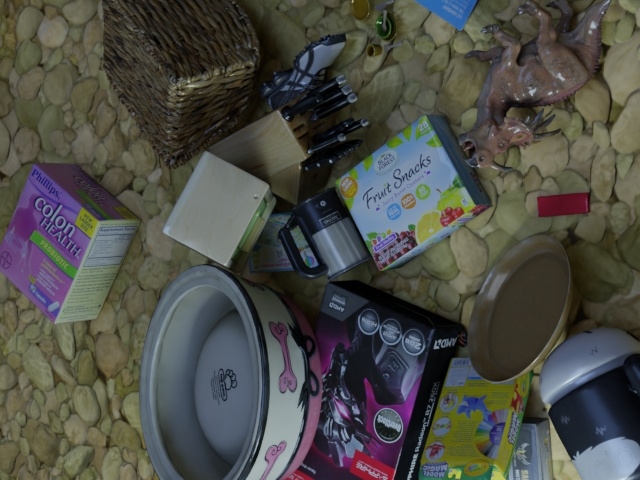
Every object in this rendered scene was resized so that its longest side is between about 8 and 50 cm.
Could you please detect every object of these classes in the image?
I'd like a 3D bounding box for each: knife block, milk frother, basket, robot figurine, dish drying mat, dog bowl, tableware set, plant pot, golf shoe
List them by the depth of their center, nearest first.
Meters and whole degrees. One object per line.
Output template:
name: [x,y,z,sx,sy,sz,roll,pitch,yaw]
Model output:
robot figurine: [0.426,0.258,1.684,0.209,0.173,0.278,-36,66,27]
plant pot: [0.304,0.105,1.783,0.236,0.032,0.236,-47,29,36]
dish drying mat: [0.369,-0.054,1.813,0.083,0.008,0.032,-5,88,36]
tableware set: [0.080,-0.382,1.976,0.104,0.024,0.154,-9,94,52]
knife block: [-0.055,-0.196,1.992,0.275,0.088,0.242,29,133,26]
milk frother: [0.000,0.000,1.992,0.129,0.143,0.135,-27,87,2]
golf shoe: [-0.013,-0.277,2.037,0.198,0.077,0.094,-37,81,38]
dog bowl: [-0.151,0.249,2.039,0.408,0.150,0.408,-12,75,53]
basket: [-0.241,-0.319,2.129,0.299,0.213,0.223,52,150,30]

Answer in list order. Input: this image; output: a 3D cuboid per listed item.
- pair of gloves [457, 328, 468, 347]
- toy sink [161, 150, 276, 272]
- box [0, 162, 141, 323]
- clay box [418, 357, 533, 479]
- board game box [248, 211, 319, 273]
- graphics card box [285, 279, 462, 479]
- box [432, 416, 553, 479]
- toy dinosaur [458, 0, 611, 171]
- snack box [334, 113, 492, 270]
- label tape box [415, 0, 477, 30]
pair of gloves: [0.203,0.172,1.935,0.074,0.010,0.083,36,113,33]
toy sink: [-0.164,-0.040,2.019,0.131,0.234,0.153,28,85,2]
box: [-0.504,0.004,2.354,0.213,0.117,0.243,39,112,27]
clay box: [0.236,0.282,1.815,0.127,0.053,0.222,-5,50,35]
board game box: [-0.062,0.003,2.102,0.154,0.026,0.103,-5,89,35]
graphics card box: [0.076,0.274,1.972,0.232,0.094,0.371,24,104,37]
box: [0.273,0.393,1.868,0.183,0.056,0.231,-5,88,34]
toy dinosaur: [0.329,-0.241,1.772,0.295,0.127,0.200,-30,82,19]
snack box: [0.147,-0.076,1.928,0.207,0.070,0.175,-35,73,30]
label tape box: [0.193,-0.534,1.857,0.240,0.106,0.334,39,113,28]
